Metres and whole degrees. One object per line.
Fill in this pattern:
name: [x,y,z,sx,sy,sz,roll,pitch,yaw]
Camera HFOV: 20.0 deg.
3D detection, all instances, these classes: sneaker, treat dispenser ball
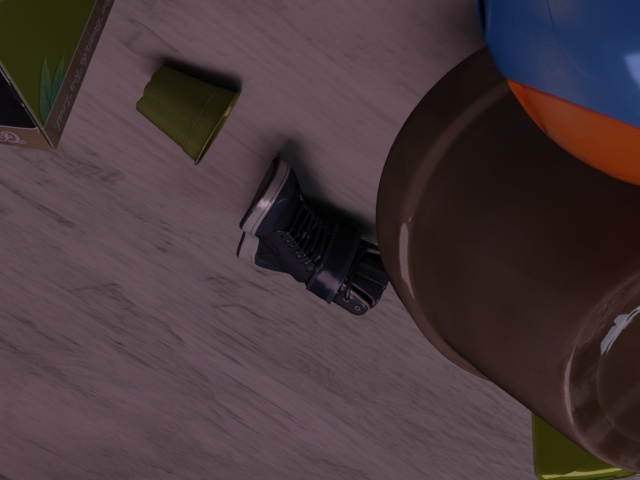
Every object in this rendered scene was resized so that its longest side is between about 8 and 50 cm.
sneaker: [0.001,-0.001,1.867,0.163,0.086,0.226,27,165,4]
treat dispenser ball: [0.239,-0.174,1.140,0.288,0.288,0.288,14,155,7]

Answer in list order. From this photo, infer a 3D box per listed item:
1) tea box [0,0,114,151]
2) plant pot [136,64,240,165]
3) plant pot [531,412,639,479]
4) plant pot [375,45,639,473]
tea box: [-0.369,-0.257,1.432,0.329,0.220,0.323,9,153,17]
plant pot: [-0.131,-0.127,1.732,0.079,0.083,0.083,32,154,-2]
plant pot: [0.326,0.109,1.692,0.207,0.228,0.227,-5,174,25]
plant pot: [0.228,0.025,1.397,0.323,0.280,0.323,-5,119,-10]
